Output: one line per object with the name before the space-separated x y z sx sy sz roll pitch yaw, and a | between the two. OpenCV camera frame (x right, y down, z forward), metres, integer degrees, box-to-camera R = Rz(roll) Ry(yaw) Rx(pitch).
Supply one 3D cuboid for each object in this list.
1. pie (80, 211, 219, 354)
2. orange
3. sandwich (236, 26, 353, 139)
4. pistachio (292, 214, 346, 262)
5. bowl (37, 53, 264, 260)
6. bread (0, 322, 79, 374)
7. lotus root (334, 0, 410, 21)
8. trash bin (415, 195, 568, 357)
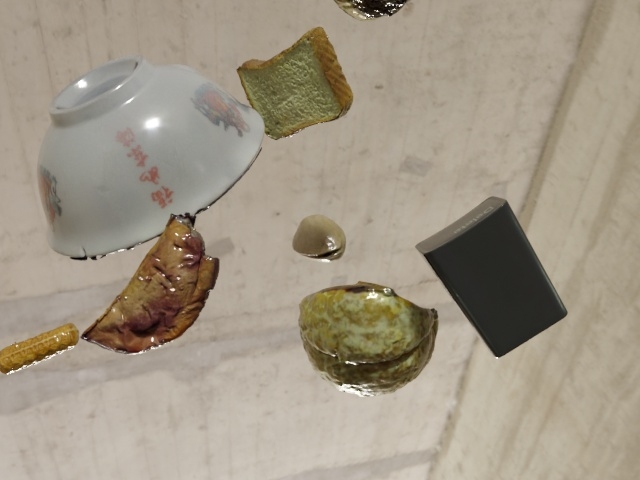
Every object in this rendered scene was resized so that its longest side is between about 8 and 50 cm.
pie | -0.164 0.053 0.733 0.092 0.034 0.170 33 -93 -11
orange | 0.087 0.202 1.403 0.368 0.270 0.210 37 -115 -73
sandwich | -0.050 -0.310 1.420 0.214 0.065 0.186 -17 -74 40
pistachio | 0.000 0.000 1.688 0.126 0.185 0.108 -25 -67 -20
bowl | -0.259 -0.147 0.948 0.345 0.345 0.157 -27 -56 -1
bread | -0.528 0.202 1.317 0.157 0.052 0.044 -23 -43 -11
lotus root | 0.052 -0.343 0.771 0.138 0.214 0.138 -12 -17 -4
trash bin | 0.297 0.064 1.212 0.165 0.115 0.225 -33 -84 3
